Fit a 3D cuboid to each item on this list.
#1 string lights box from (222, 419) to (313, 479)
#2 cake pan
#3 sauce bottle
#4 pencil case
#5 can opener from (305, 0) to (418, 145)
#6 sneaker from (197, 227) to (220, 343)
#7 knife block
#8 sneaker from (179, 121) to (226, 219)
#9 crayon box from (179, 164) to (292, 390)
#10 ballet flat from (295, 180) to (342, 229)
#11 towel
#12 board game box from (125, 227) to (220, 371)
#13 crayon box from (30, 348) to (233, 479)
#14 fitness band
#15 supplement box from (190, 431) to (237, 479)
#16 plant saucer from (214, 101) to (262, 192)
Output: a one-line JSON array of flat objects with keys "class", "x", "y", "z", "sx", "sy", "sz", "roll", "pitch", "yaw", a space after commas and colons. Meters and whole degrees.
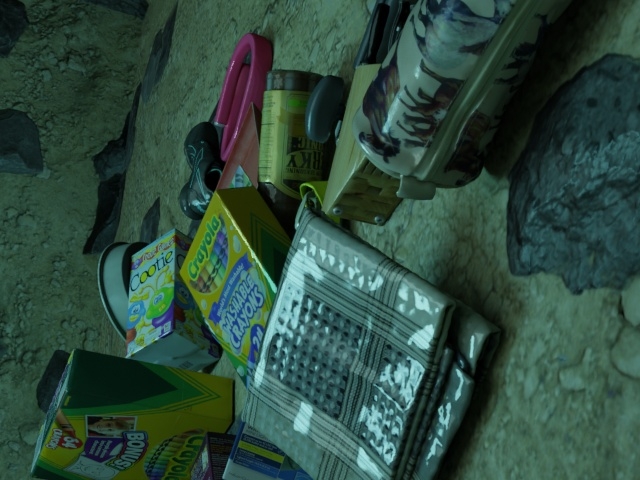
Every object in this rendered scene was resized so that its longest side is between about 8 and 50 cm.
[{"class": "string lights box", "x": -0.029, "y": 0.222, "z": 1.353, "sx": 0.077, "sy": 0.133, "sz": 0.259, "roll": -62, "pitch": -9, "yaw": -71}, {"class": "cake pan", "x": -0.385, "y": 0.127, "z": 2.247, "sx": 0.054, "sy": 0.293, "sz": 0.293, "roll": -26, "pitch": 45, "yaw": 22}, {"class": "sauce bottle", "x": -0.050, "y": -0.107, "z": 1.656, "sx": 0.111, "sy": 0.111, "sz": 0.344, "roll": -170, "pitch": 83, "yaw": -70}, {"class": "pencil case", "x": 0.178, "y": -0.236, "z": 1.044, "sx": 0.183, "sy": 0.160, "sz": 0.410, "roll": -79, "pitch": 14, "yaw": -53}, {"class": "can opener", "x": 0.058, "y": -0.269, "z": 1.485, "sx": 0.076, "sy": 0.095, "sz": 0.283, "roll": -116, "pitch": 42, "yaw": -59}, {"class": "sneaker", "x": -0.141, "y": 0.059, "z": 1.796, "sx": 0.140, "sy": 0.125, "sz": 0.341, "roll": -41, "pitch": 46, "yaw": 29}, {"class": "knife block", "x": 0.088, "y": -0.189, "z": 1.367, "sx": 0.275, "sy": 0.088, "sz": 0.242, "roll": 124, "pitch": 152, "yaw": -46}, {"class": "sneaker", "x": -0.259, "y": -0.174, "z": 2.339, "sx": 0.106, "sy": 0.101, "sz": 0.267, "roll": -28, "pitch": 50, "yaw": 38}, {"class": "crayon box", "x": -0.121, "y": 0.061, "z": 1.607, "sx": 0.323, "sy": 0.083, "sz": 0.203, "roll": 56, "pitch": 136, "yaw": 30}, {"class": "ballet flat", "x": 0.000, "y": 0.000, "z": 1.509, "sx": 0.077, "sy": 0.077, "sz": 0.231, "roll": 125, "pitch": 150, "yaw": -45}, {"class": "towel", "x": 0.036, "y": 0.160, "z": 1.162, "sx": 0.324, "sy": 0.056, "sz": 0.312, "roll": 33, "pitch": 112, "yaw": 40}, {"class": "board game box", "x": -0.312, "y": 0.139, "z": 2.117, "sx": 0.144, "sy": 0.142, "sz": 0.275, "roll": -31, "pitch": 43, "yaw": 25}, {"class": "crayon box", "x": -0.376, "y": 0.374, "z": 1.965, "sx": 0.363, "sy": 0.313, "sz": 0.106, "roll": 123, "pitch": 155, "yaw": -45}, {"class": "fitness band", "x": -0.176, "y": -0.316, "z": 2.217, "sx": 0.209, "sy": 0.054, "sz": 0.291, "roll": -142, "pitch": 64, "yaw": -68}, {"class": "supplement box", "x": -0.165, "y": 0.431, "z": 1.696, "sx": 0.188, "sy": 0.081, "sz": 0.104, "roll": -107, "pitch": 34, "yaw": -53}, {"class": "plant saucer", "x": -0.152, "y": -0.110, "z": 2.037, "sx": 0.259, "sy": 0.048, "sz": 0.258, "roll": -101, "pitch": 30, "yaw": -50}]
